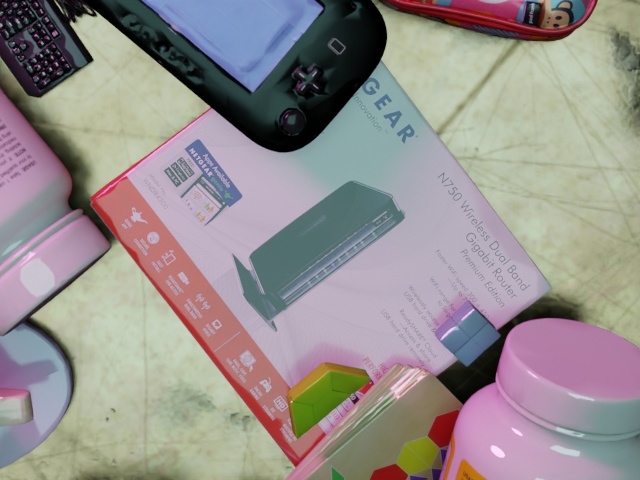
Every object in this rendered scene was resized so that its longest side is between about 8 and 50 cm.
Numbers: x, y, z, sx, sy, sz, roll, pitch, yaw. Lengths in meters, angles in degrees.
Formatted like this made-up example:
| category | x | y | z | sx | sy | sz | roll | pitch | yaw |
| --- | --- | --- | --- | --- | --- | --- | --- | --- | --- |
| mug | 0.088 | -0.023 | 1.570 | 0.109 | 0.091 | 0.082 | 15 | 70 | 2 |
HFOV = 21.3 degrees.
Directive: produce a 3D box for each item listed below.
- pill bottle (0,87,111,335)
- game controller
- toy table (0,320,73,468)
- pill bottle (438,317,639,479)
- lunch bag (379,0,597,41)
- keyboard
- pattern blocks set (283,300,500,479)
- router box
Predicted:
| category | x | y | z | sx | sy | sz | roll | pitch | yaw |
| --- | --- | --- | --- | --- | --- | --- | --- | --- | --- |
| pill bottle | -0.334 | -0.061 | 1.581 | 0.160 | 0.160 | 0.283 | -39 | 92 | 3 |
| game controller | -0.095 | -0.226 | 1.512 | 0.319 | 0.067 | 0.166 | 39 | 103 | -14 |
| toy table | -0.382 | 0.156 | 1.607 | 0.274 | 0.161 | 0.252 | -18 | 95 | 2 |
| pill bottle | 0.198 | 0.249 | 1.561 | 0.188 | 0.188 | 0.334 | 12 | 115 | -2 |
| lunch bag | 0.151 | -0.344 | 1.592 | 0.258 | 0.120 | 0.293 | 12 | 94 | 2 |
| keyboard | -0.292 | -0.239 | 1.631 | 0.100 | 0.038 | 0.192 | -35 | 96 | 2 |
| pattern blocks set | 0.067 | 0.211 | 1.620 | 0.325 | 0.026 | 0.285 | -34 | 125 | 1 |
| router box | 0.000 | 0.000 | 1.634 | 0.301 | 0.082 | 0.335 | -38 | 95 | 3 |
